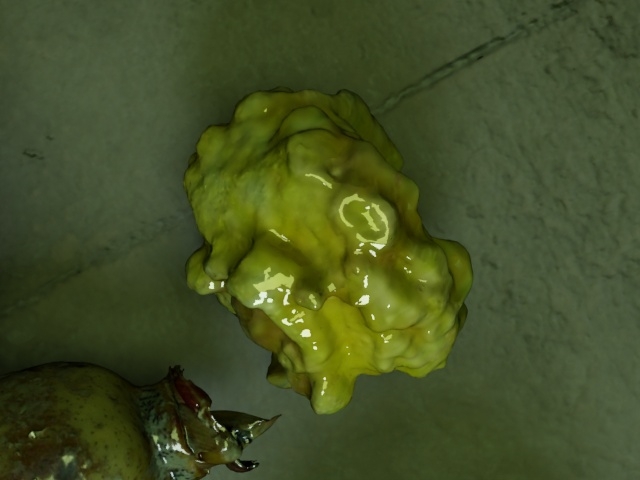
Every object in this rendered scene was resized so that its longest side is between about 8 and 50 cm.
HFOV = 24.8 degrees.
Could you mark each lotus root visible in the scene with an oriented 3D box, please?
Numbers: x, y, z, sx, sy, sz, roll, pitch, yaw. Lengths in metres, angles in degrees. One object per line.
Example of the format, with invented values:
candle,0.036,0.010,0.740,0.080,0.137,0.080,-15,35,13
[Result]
lotus root,-0.158,0.148,0.865,0.278,0.154,0.154,-28,96,-5

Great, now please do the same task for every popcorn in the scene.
popcorn,-0.004,0.004,0.864,0.156,0.197,0.197,-27,96,-4
